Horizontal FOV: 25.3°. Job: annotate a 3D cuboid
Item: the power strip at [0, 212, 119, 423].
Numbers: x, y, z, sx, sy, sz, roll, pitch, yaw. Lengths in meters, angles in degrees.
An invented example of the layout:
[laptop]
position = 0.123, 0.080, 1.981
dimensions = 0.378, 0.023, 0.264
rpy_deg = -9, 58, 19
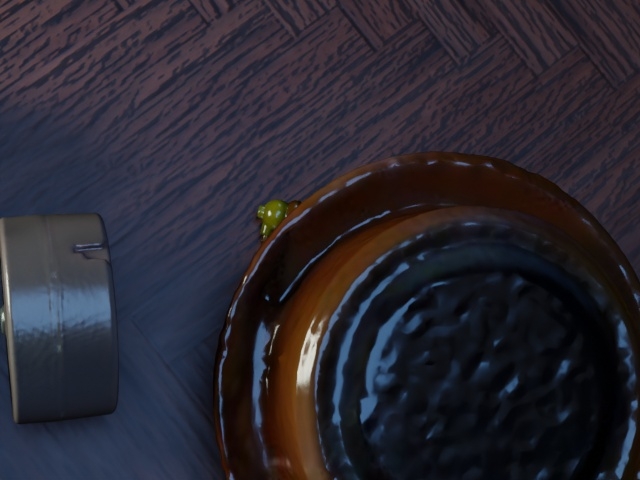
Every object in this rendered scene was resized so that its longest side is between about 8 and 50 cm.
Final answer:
[power strip]
position = -0.192, 0.057, 1.033
dimensions = 0.078, 0.154, 0.154
rpy_deg = -4, 80, -14

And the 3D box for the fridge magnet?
[fridge magnet]
position = 0.099, 0.113, 1.066
dimensions = 0.363, 0.155, 0.363
rpy_deg = 1, 88, -16

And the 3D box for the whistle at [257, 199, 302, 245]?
[whistle]
position = 0.002, -0.002, 1.144
dimensions = 0.109, 0.057, 0.046
rpy_deg = 7, 33, -1
